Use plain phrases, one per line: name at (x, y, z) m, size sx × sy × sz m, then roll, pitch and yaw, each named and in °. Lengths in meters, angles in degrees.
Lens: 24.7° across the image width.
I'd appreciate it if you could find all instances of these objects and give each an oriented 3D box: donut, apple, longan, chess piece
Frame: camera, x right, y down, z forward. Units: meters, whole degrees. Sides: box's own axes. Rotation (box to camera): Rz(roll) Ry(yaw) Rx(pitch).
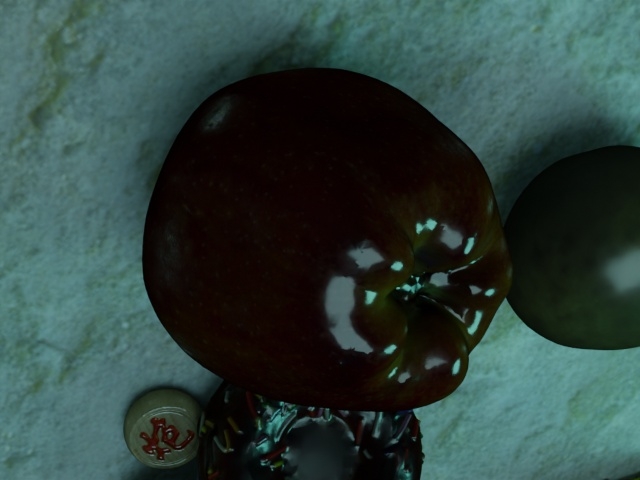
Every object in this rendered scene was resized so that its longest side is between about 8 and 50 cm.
donut at (-0.003, 0.210, 1.411) m, size 0.235 × 0.089 × 0.235 m, roll 2°, pitch 83°, yaw -14°
apple at (0.000, 0.000, 1.225) m, size 0.288 × 0.317 × 0.288 m, roll -16°, pitch 116°, yaw -34°
longan at (0.275, 0.007, 1.351) m, size 0.220 × 0.196 × 0.196 m, roll 1°, pitch 117°, yaw -5°
chess piece at (-0.154, 0.187, 1.451) m, size 0.083 × 0.038 × 0.083 m, roll -3°, pitch 118°, yaw -7°

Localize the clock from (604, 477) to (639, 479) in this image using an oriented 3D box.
clock at (0.270, 0.368, 1.527) m, size 0.255 × 0.220 × 0.106 m, roll -15°, pitch 118°, yaw 6°
